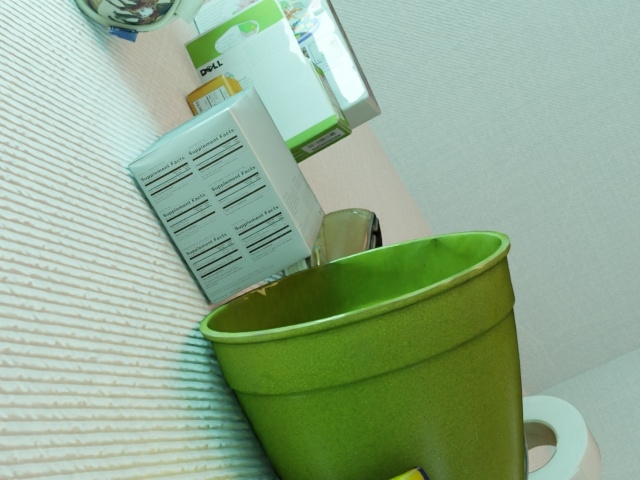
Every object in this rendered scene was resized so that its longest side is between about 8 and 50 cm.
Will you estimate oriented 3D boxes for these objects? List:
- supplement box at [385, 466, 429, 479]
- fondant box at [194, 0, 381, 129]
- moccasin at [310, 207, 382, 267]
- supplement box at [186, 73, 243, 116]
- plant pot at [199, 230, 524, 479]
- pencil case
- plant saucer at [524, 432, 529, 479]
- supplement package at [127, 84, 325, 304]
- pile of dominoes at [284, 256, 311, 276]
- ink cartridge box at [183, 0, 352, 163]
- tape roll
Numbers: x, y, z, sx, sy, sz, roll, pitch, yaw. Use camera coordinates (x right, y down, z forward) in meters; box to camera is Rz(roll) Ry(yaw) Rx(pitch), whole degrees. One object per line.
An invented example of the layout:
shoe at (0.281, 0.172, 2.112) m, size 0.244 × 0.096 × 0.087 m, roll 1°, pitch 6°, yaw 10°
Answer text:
supplement box at (0.013, 0.338, 0.860) m, size 0.194 × 0.195 × 0.356 m, roll 65°, pitch 12°, yaw 12°
fondant box at (-0.064, -0.323, 1.831) m, size 0.330 × 0.238 × 0.096 m, roll 67°, pitch 13°, yaw 18°
moccasin at (0.007, 0.111, 1.460) m, size 0.139 × 0.147 × 0.380 m, roll 73°, pitch 18°, yaw -55°
supplement box at (-0.122, -0.142, 1.597) m, size 0.233 × 0.080 × 0.078 m, roll 65°, pitch 11°, yaw 3°
plant pot at (0.084, 0.211, 1.183) m, size 0.366 × 0.366 × 0.353 m, roll -51°, pitch 125°, yaw -77°
pencil case at (-0.244, -0.416, 1.458) m, size 0.183 × 0.160 × 0.410 m, roll 41°, pitch 19°, yaw -18°
plant saucer at (0.236, 0.372, 1.734) m, size 0.310 × 0.050 × 0.311 m, roll 11°, pitch 71°, yaw -35°
supplement package at (-0.112, -0.063, 1.292) m, size 0.203 × 0.149 × 0.194 m, roll 60°, pitch 12°, yaw -12°
pile of dominoes at (-0.002, 0.111, 1.711) m, size 0.251 × 0.040 × 0.196 m, roll 60°, pitch 9°, yaw -54°
ink cartridge box at (-0.088, -0.256, 1.703) m, size 0.255 × 0.188 × 0.097 m, roll 65°, pitch 13°, yaw 12°
tape roll at (0.478, 0.489, 2.264) m, size 0.100 × 0.286 × 0.286 m, roll 56°, pitch 14°, yaw -32°
